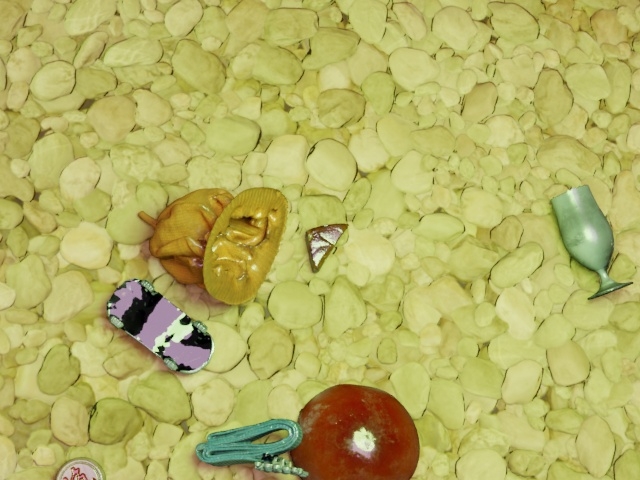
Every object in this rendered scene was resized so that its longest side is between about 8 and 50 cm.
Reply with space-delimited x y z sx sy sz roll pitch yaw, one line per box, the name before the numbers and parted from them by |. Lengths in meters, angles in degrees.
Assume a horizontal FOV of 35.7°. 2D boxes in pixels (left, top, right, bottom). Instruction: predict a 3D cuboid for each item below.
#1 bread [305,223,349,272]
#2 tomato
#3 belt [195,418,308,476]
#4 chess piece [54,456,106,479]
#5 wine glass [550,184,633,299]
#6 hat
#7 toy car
bread | 0.000 0.000 1.790 0.062 0.043 0.109 36 74 1
tomato | 0.065 0.332 1.678 0.228 0.112 0.199 -11 75 -14
belt | -0.115 0.353 1.649 0.179 0.065 0.100 -12 70 11
chess piece | -0.394 0.398 1.631 0.084 0.038 0.083 1 75 -6
wine glass | 0.496 0.002 1.833 0.093 0.093 0.202 -18 81 -12
hat | -0.219 -0.024 1.731 0.233 0.233 0.244 17 59 24
toy car | -0.273 0.150 1.705 0.205 0.056 0.095 38 73 0
